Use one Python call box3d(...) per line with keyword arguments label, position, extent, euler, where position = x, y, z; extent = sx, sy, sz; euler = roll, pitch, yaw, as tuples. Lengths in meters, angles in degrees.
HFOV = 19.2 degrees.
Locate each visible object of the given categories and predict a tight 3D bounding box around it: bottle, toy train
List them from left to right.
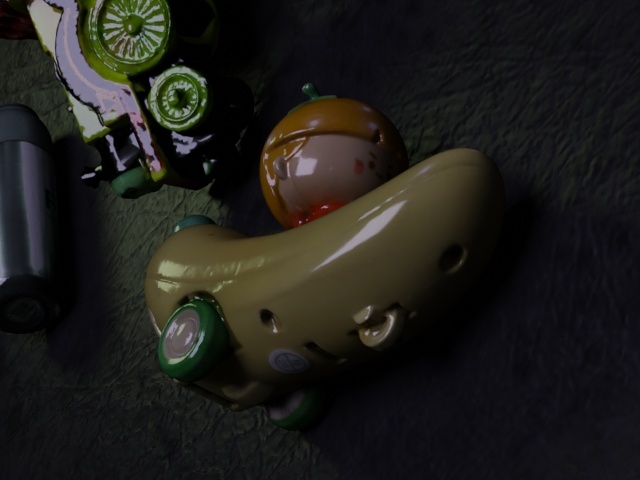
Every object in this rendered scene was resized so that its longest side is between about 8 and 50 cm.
box3d(label="bottle", position=(-0.288, -0.021, 1.799), extent=(0.096, 0.079, 0.253), euler=(93, 169, -48))
box3d(label="toy train", position=(-0.169, -0.170, 1.601), extent=(0.161, 0.100, 0.296), euler=(-29, 77, 19))

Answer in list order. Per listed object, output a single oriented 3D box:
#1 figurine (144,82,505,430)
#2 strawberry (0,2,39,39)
box3d(label="figurine", position=(0.000, 0.000, 1.346), extent=(0.324, 0.124, 0.222), euler=(-26, 46, 40))
box3d(label="strawberry", position=(-0.235, -0.265, 1.802), extent=(0.280, 0.150, 0.253), euler=(-46, 43, 7))
